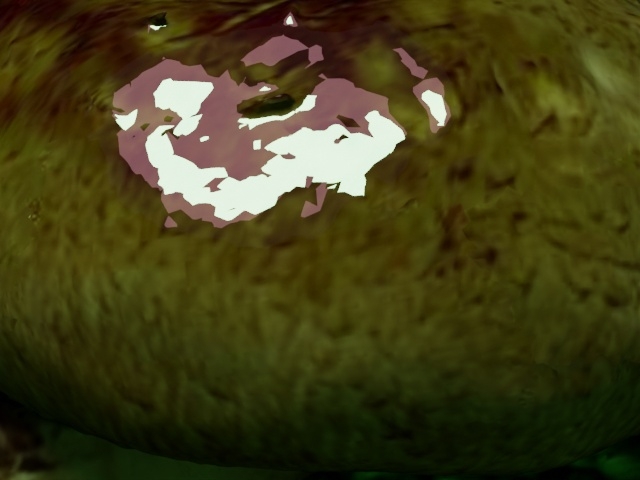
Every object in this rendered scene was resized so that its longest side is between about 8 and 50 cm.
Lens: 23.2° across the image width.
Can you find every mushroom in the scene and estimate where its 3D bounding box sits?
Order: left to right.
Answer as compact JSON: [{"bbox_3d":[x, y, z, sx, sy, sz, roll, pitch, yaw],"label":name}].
[{"bbox_3d":[0.002,-0.024,0.573,0.345,0.239,0.345,5,42,-4],"label":"mushroom"}]

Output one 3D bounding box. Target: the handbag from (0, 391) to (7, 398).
[{"bbox_3d":[-0.246,0.076,0.673,0.246,0.080,0.223,-7,31,19],"label":"handbag"}]
